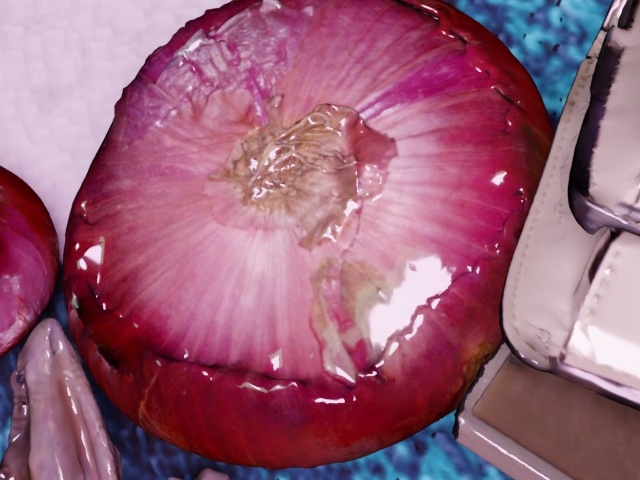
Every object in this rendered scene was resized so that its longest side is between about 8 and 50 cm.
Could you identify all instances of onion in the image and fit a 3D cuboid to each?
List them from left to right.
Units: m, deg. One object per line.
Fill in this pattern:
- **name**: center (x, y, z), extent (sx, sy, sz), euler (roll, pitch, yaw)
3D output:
- **onion**: center (-0.204, 0.012, 0.667), extent (0.131, 0.131, 0.131), euler (-2, 82, 12)
- **onion**: center (-0.005, -0.007, 0.604), extent (0.248, 0.161, 0.248), euler (0, 72, 0)

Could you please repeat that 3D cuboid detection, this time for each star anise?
- **star anise**: center (-0.132, 0.175, 0.619), extent (0.198, 0.110, 0.257), euler (-24, 103, -21)

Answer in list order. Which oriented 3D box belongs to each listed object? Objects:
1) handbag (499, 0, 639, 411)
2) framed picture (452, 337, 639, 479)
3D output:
- **handbag**: center (0.275, -0.008, 0.484), extent (0.358, 0.237, 0.160), euler (23, 126, 4)
- **framed picture**: center (0.193, 0.043, 0.538), extent (0.192, 0.018, 0.265), euler (33, 50, 12)
